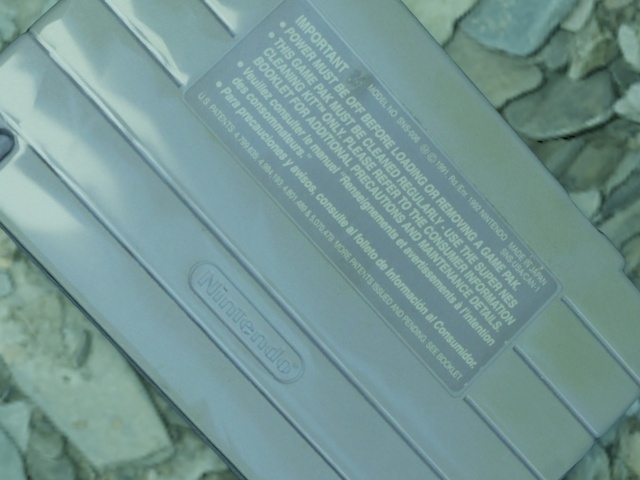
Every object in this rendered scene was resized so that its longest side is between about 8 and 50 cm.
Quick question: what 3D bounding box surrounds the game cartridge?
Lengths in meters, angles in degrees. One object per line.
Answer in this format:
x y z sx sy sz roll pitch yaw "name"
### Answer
0.000 0.000 0.762 0.230 0.068 0.355 -44 99 -15 "game cartridge"
